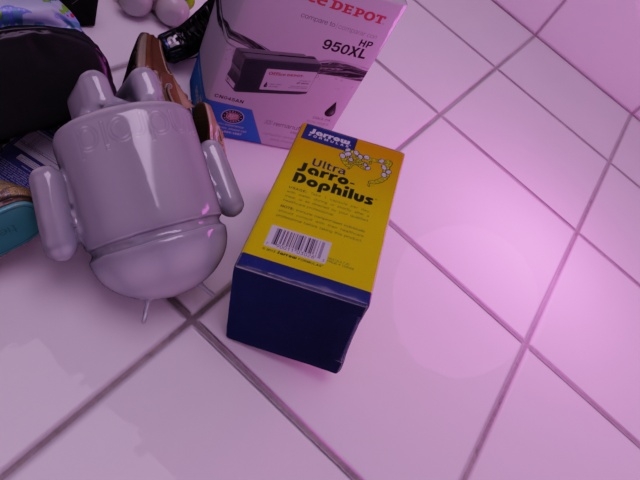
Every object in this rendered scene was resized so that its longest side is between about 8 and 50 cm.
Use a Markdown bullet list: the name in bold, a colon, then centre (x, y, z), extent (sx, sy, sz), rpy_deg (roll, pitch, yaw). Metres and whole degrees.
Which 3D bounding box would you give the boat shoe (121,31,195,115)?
- **boat shoe**: centre (-0.302, -0.240, 1.020), extent (0.120, 0.123, 0.323), rpy_deg (8, 60, -32)

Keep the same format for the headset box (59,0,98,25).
- **headset box**: centre (-0.605, -0.571, 1.097), extent (0.218, 0.110, 0.293), rpy_deg (-17, 65, -38)

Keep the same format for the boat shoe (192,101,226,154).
- **boat shoe**: centre (-0.210, -0.197, 1.051), extent (0.045, 0.050, 0.135), rpy_deg (-19, 105, -51)

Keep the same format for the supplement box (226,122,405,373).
- **supplement box**: centre (0.000, 0.000, 0.914), extent (0.196, 0.194, 0.356), rpy_deg (18, 48, 2)

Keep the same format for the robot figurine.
- **robot figurine**: centre (-0.258, -0.065, 0.799), extent (0.300, 0.200, 0.353), rpy_deg (-19, 93, -32)

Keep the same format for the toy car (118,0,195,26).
- **toy car**: centre (-0.366, -0.583, 1.227), extent (0.182, 0.136, 0.159), rpy_deg (7, 52, -25)

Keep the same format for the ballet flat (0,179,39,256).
- **ballet flat**: centre (-0.525, 0.022, 0.680), extent (0.123, 0.123, 0.349), rpy_deg (46, 55, 9)

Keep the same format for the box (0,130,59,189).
- **box**: centre (-0.443, -0.104, 0.867), extent (0.137, 0.036, 0.225), rpy_deg (34, 52, -2)

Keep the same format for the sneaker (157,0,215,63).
- **sneaker**: centre (-0.260, -0.423, 1.123), extent (0.121, 0.217, 0.079), rpy_deg (-35, 99, -38)

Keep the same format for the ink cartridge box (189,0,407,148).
- **ink cartridge box**: centre (-0.063, -0.376, 1.060), extent (0.286, 0.395, 0.166), rpy_deg (6, 53, -26)

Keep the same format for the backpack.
- **backpack**: centre (-0.540, -0.321, 0.848), extent (0.290, 0.273, 0.356), rpy_deg (-26, 42, -32)
